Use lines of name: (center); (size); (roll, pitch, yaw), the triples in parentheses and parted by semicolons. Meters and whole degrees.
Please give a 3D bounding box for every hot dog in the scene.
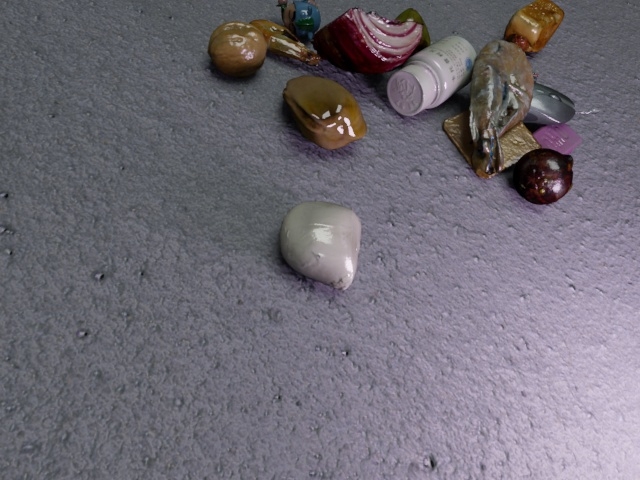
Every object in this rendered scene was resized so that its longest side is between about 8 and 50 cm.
hot dog: (0.769, -0.774, 1.893); (0.150, 0.153, 0.257); (43, 55, 15)

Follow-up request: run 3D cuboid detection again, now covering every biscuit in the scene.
biscuit: (0.521, -0.318, 1.578); (0.232, 0.013, 0.236); (-26, 71, -10)

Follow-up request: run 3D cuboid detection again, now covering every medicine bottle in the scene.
medicine bottle: (0.339, -0.500, 1.577); (0.170, 0.170, 0.293); (45, 58, 12)

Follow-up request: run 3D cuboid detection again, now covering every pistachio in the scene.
pistachio: (0.010, -0.357, 1.399); (0.213, 0.162, 0.260); (6, 42, -38)

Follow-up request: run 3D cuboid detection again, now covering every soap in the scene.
soap: (0.728, -0.304, 1.646); (0.203, 0.065, 0.122); (-34, 74, -31)

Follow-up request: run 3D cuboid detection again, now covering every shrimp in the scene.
shrimp: (0.534, -0.398, 1.548); (0.221, 0.110, 0.445); (22, 75, -18)
shrimp: (-0.110, -0.595, 1.557); (0.249, 0.068, 0.150); (35, 48, 6)

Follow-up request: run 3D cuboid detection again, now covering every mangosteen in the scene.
mangosteen: (0.650, -0.190, 1.498); (0.184, 0.172, 0.172); (-31, 73, -32)

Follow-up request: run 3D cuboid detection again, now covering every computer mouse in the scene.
computer mouse: (0.701, -0.447, 1.656); (0.380, 0.090, 0.167); (7, 56, 8)

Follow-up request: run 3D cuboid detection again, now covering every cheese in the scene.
cheese: (0.000, 0.000, 1.175); (0.189, 0.154, 0.198); (12, 57, -4)

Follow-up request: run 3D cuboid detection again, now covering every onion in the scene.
onion: (0.134, -0.548, 1.513); (0.315, 0.280, 0.146); (-10, 89, -29)

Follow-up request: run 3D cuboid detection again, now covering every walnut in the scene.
walnut: (-0.229, -0.528, 1.432); (0.167, 0.149, 0.166); (-5, 32, 3)

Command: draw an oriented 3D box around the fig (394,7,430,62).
fig: (0.276, -0.657, 1.669); (0.144, 0.154, 0.165); (3, 92, -60)

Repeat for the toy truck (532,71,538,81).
toy truck: (0.739, -0.584, 1.844); (0.083, 0.024, 0.031); (2, 89, -20)

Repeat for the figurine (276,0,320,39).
figurine: (-0.068, -0.706, 1.615); (0.145, 0.114, 0.178); (13, 44, -5)
